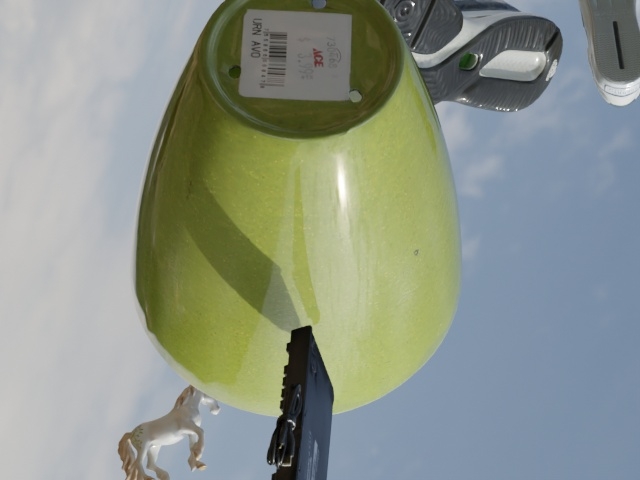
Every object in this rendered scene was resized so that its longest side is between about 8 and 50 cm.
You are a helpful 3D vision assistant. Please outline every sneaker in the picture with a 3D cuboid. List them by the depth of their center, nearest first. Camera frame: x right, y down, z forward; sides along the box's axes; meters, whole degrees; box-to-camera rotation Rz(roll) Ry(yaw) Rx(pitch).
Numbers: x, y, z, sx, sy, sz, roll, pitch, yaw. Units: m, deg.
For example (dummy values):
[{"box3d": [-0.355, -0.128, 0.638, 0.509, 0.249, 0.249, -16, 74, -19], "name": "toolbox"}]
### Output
[{"box3d": [0.063, -0.271, 1.738, 0.257, 0.447, 0.169, 38, -67, 40], "name": "sneaker"}, {"box3d": [0.366, -0.290, 1.845, 0.091, 0.094, 0.258, 79, 14, -68], "name": "sneaker"}]

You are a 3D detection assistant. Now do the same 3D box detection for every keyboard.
[{"box3d": [-0.017, 0.142, 0.949, 0.108, 0.023, 0.180, 72, 18, -48], "name": "keyboard"}]

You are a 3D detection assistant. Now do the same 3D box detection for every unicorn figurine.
[{"box3d": [-0.172, 0.231, 1.752, 0.060, 0.162, 0.111, 84, -12, -55], "name": "unicorn figurine"}]

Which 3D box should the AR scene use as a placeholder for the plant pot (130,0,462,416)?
[{"box3d": [-0.017, -0.050, 1.070, 0.293, 0.275, 0.274, 92, 0, -62], "name": "plant pot"}]
